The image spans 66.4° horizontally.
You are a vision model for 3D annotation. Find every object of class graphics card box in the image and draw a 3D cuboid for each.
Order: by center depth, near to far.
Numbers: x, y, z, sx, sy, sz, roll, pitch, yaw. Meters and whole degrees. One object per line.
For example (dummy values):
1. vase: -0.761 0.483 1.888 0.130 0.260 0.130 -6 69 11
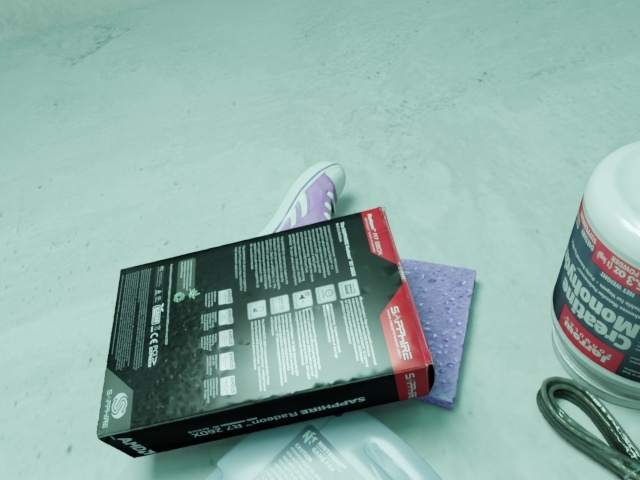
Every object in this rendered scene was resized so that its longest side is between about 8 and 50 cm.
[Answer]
1. graphics card box: -0.071 0.107 0.607 0.370 0.094 0.233 -13 52 2

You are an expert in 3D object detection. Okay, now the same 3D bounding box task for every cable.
1. cable: 0.339 0.247 0.484 0.139 0.072 0.287 -11 45 -5

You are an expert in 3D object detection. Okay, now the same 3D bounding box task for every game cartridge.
1. game cartridge: 0.031 0.296 0.519 0.196 0.060 0.294 -40 52 -19

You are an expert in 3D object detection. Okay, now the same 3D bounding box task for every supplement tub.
1. supplement tub: 0.364 0.045 0.529 0.190 0.272 0.191 -6 46 6

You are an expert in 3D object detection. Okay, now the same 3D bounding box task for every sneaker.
1. sneaker: 0.000 0.001 0.780 0.160 0.102 0.282 23 66 25

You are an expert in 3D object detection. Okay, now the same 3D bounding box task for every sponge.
1. sponge: 0.142 0.118 0.676 0.117 0.031 0.210 9 50 20
